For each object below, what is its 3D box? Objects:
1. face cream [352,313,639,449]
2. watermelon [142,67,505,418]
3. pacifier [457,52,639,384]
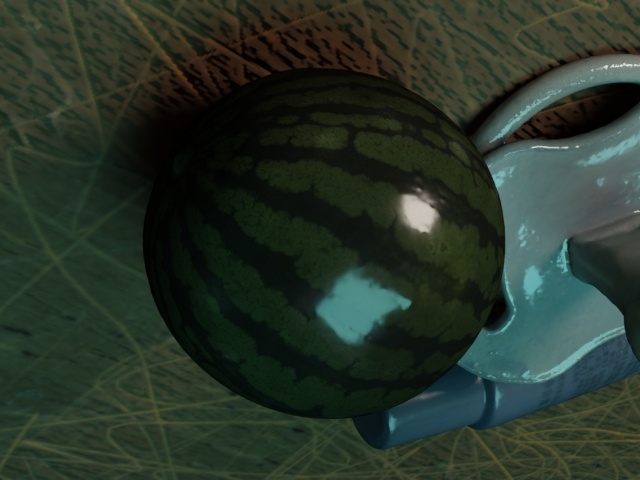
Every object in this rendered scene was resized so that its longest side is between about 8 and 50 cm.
[{"bbox_3d":[0.205,0.092,1.120,0.385,0.086,0.135,-13,145,-24],"label":"face cream"},{"bbox_3d":[0.000,0.000,0.785,0.212,0.212,0.212,-16,142,-13],"label":"watermelon"},{"bbox_3d":[0.216,0.008,0.911,0.287,0.226,0.238,-18,124,-12],"label":"pacifier"}]
